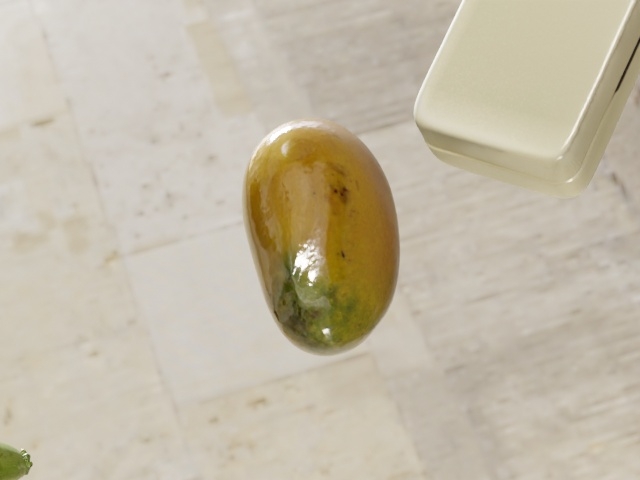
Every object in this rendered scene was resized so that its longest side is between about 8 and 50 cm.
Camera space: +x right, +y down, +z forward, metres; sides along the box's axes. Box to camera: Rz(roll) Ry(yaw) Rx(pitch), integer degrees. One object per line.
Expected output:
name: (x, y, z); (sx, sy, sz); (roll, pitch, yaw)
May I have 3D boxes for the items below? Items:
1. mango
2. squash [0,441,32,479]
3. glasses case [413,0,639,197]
mango: (0.003, 0.001, 1.378); (0.151, 0.120, 0.221); (35, -141, -52)
squash: (-0.379, 0.231, 1.706); (0.066, 0.201, 0.066); (-6, 80, 39)
glasses case: (0.189, -0.191, 1.230); (0.131, 0.313, 0.070); (18, 165, 26)
